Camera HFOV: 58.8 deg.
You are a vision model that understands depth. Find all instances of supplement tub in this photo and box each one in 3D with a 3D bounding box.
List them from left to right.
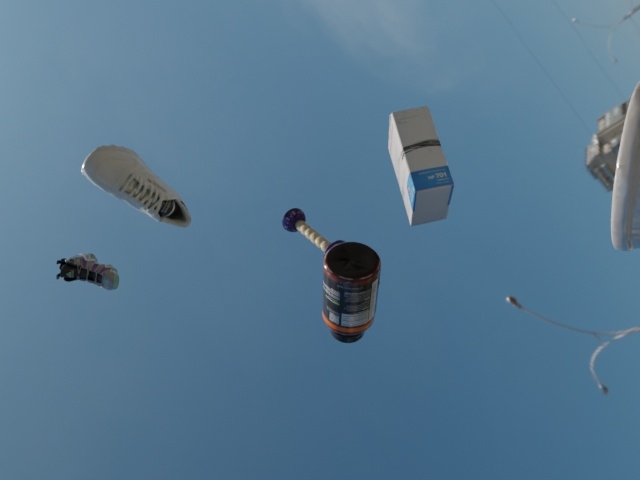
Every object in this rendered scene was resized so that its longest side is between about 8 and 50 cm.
[{"bbox_3d":[0.055,0.104,1.065,0.106,0.197,0.106,1,-138,-1],"label":"supplement tub"}]

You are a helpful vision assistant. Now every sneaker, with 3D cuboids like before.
[{"bbox_3d":[-0.334,0.048,0.798,0.098,0.038,0.069,20,-163,35],"label":"sneaker"},{"bbox_3d":[-0.328,-0.095,1.045,0.095,0.090,0.235,42,-176,32],"label":"sneaker"}]

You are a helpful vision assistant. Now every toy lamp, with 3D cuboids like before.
[{"bbox_3d":[0.000,0.000,1.443,0.080,0.080,0.275,10,-159,-40],"label":"toy lamp"}]

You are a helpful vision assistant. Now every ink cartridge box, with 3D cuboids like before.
[{"bbox_3d":[0.196,-0.147,1.134,0.082,0.139,0.190,-10,-116,1],"label":"ink cartridge box"}]

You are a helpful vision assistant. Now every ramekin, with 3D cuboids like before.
[{"bbox_3d":[0.546,-0.109,0.880,0.273,0.127,0.272,-21,-64,-53],"label":"ramekin"}]
